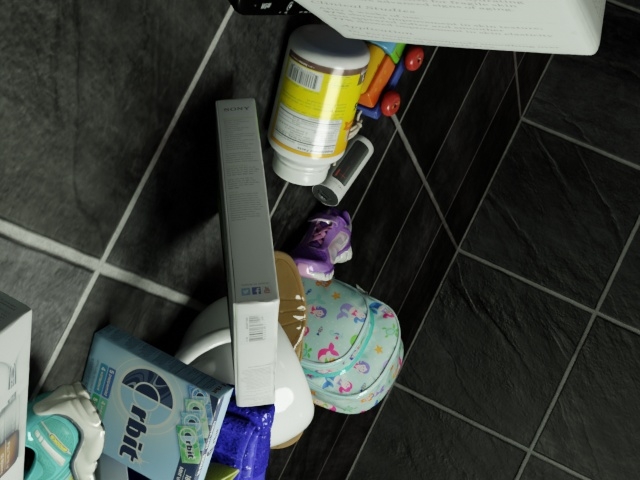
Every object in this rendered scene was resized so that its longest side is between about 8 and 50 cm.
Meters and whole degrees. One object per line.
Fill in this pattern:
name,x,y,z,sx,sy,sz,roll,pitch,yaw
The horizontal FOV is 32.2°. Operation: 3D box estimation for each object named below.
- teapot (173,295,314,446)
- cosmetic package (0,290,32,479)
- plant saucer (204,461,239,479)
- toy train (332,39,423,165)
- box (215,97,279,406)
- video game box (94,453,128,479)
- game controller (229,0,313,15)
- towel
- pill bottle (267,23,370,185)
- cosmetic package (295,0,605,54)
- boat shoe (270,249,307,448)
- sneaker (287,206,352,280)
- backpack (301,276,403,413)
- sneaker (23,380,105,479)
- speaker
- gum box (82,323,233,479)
teapot,-0.138,0.209,1.640,0.187,0.252,0.256,-25,110,-16
cosmetic package,-0.398,0.253,1.021,0.284,0.097,0.377,-43,154,-48
plant saucer,-0.222,0.371,1.494,0.188,0.045,0.188,-23,159,-43
toy train,0.061,-0.251,1.772,0.248,0.105,0.143,-62,154,-8
box,-0.096,0.013,1.400,0.232,0.058,0.322,95,-10,-51
video game box,-0.302,0.373,1.440,0.187,0.048,0.205,-65,-163,8
game controller,-0.019,-0.358,1.377,0.319,0.067,0.166,-27,140,-65
towel,-0.186,0.314,1.571,0.076,0.227,0.308,-80,179,-47
pill bottle,-0.008,-0.190,1.581,0.117,0.117,0.215,-44,155,-53
cosmetic package,0.135,-0.400,1.160,0.393,0.329,0.327,8,91,-71
boat shoe,-0.084,0.172,1.863,0.123,0.123,0.342,-118,-157,-73
sneaker,0.000,0.000,1.984,0.236,0.095,0.104,-41,146,-67
backpack,0.022,0.186,2.020,0.225,0.253,0.191,-58,163,-22
sneaker,-0.328,0.258,1.304,0.110,0.107,0.275,-15,145,-27
speaker,0.040,-0.125,1.969,0.136,0.055,0.055,-55,162,-30
gum box,-0.216,0.215,1.394,0.041,0.184,0.157,-33,145,-63
